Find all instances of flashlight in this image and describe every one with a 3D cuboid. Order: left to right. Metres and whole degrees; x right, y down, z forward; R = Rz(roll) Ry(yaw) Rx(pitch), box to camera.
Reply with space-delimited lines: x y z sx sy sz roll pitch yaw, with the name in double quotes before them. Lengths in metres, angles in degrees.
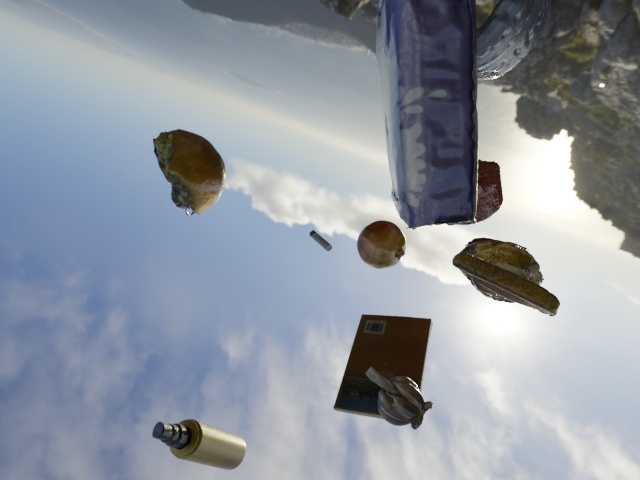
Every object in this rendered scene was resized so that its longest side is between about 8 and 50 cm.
"flashlight" 0.000 0.000 1.163 0.018 0.018 0.083 -33 -133 -18

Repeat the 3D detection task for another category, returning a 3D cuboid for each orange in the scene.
"orange" -0.234 -0.130 0.797 0.112 0.160 0.170 -13 -178 -9

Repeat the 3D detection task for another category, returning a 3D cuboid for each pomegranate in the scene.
"pomegranate" 0.230 0.019 1.592 0.191 0.191 0.191 19 -167 -5

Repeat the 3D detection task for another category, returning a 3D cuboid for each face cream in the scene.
"face cream" -0.262 0.434 0.917 0.078 0.078 0.273 31 165 39

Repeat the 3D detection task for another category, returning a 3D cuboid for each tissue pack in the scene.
"tissue pack" 0.164 -0.207 0.671 0.125 0.343 0.242 -7 -161 5

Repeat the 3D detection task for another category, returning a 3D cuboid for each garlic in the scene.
"garlic" 0.198 0.429 1.179 0.194 0.131 0.127 34 164 -1

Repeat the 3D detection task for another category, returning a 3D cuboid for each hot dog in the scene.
"hot dog" 0.490 0.109 1.136 0.289 0.068 0.083 31 169 27

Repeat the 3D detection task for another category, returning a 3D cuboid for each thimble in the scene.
"thimble" 0.294 -0.432 0.788 0.205 0.236 0.172 38 -156 33

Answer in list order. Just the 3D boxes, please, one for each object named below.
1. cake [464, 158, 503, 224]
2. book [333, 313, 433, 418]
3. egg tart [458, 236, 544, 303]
"cake" 0.440 -0.165 1.359 0.177 0.150 0.283 -32 -145 -18
"book" 0.215 0.406 1.417 0.263 0.028 0.374 0 -136 25
"egg tart" 0.618 0.120 1.493 0.297 0.297 0.132 24 -129 14
